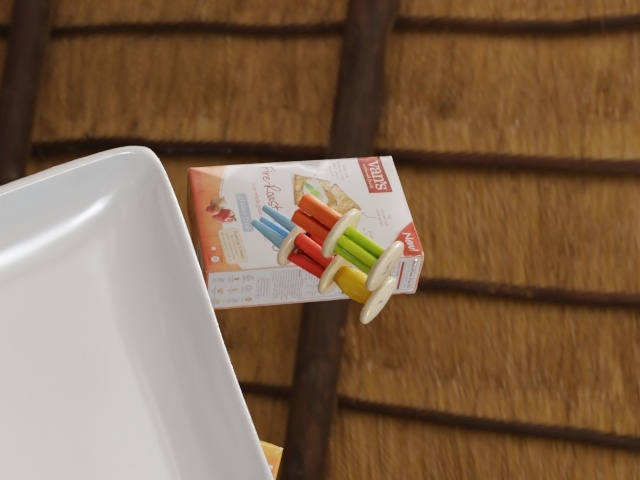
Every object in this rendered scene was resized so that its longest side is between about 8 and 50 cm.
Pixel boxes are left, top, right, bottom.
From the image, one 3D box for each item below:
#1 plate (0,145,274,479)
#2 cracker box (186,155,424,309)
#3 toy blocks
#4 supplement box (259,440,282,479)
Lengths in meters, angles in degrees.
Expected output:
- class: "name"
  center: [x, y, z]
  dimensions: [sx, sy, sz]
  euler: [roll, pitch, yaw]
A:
- class: "plate"
  center: [-0.157, 0.128, 0.534]
  dimensions: [0.278, 0.277, 0.045]
  euler: [-21, -176, -23]
- class: "cracker box"
  center: [-0.020, -0.012, 1.299]
  dimensions: [0.232, 0.067, 0.155]
  euler: [-4, -133, -12]
- class: "toy blocks"
  center: [0.000, 0.000, 1.115]
  dimensions: [0.148, 0.123, 0.054]
  euler: [35, -115, 16]
- class: "supplement box"
  center: [-0.153, 0.184, 1.032]
  dimensions: [0.080, 0.233, 0.078]
  euler: [-14, -120, 60]
